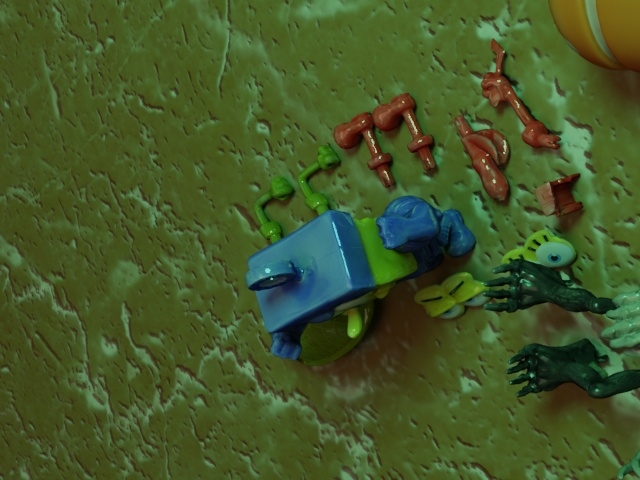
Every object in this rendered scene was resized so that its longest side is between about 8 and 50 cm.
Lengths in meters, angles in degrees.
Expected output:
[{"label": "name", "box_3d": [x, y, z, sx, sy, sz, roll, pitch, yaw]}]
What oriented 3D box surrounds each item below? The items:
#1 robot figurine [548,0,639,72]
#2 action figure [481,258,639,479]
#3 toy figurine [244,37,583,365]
[{"label": "robot figurine", "box_3d": [0.240, -0.167, 0.919, 0.219, 0.158, 0.128, 10, 85, 42]}, {"label": "action figure", "box_3d": [0.242, 0.088, 0.977, 0.276, 0.141, 0.164, 8, 116, 44]}, {"label": "toy figurine", "box_3d": [0.000, 0.000, 1.136, 0.362, 0.217, 0.191, -27, 82, 44]}]
